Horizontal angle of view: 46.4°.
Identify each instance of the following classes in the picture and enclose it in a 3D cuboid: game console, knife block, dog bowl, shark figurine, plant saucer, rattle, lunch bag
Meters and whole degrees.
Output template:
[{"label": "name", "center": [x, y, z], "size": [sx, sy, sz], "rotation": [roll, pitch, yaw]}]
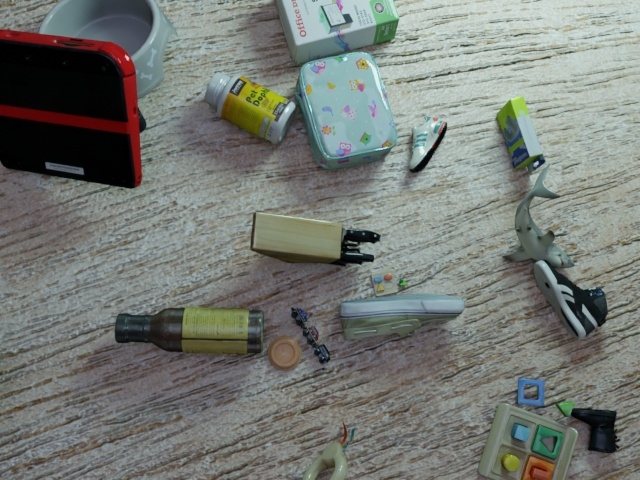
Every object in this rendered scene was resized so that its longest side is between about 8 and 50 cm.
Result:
[{"label": "game console", "center": [-0.604, -0.305, 1.747], "size": [0.386, 0.060, 0.342], "rotation": [10, 122, 13]}, {"label": "knife block", "center": [0.000, 0.000, 1.756], "size": [0.242, 0.275, 0.088], "rotation": [-2, 77, 27]}, {"label": "dog bowl", "center": [-0.530, -0.487, 1.832], "size": [0.348, 0.102, 0.349], "rotation": [-3, 62, 6]}, {"label": "shark figurine", "center": [0.523, -0.052, 1.842], "size": [0.166, 0.278, 0.116], "rotation": [-5, 36, 24]}, {"label": "plant saucer", "center": [-0.087, 0.272, 1.809], "size": [0.083, 0.013, 0.083], "rotation": [1, 79, -3]}, {"label": "rattle", "center": [0.053, 0.542, 1.739], "size": [0.143, 0.130, 0.200], "rotation": [39, 53, -6]}, {"label": "lunch bag", "center": [0.057, -0.327, 1.878], "size": [0.224, 0.108, 0.279], "rotation": [-14, 80, -8]}]

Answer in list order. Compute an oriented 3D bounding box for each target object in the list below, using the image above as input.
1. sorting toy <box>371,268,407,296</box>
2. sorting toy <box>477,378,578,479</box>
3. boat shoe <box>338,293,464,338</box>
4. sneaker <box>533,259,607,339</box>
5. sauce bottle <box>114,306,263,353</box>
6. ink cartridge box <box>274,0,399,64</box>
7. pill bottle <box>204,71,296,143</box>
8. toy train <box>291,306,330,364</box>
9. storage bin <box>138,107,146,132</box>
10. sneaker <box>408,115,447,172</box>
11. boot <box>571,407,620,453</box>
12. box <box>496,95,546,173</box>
[{"label": "sorting toy", "center": [0.172, 0.101, 1.854], "size": [0.083, 0.012, 0.062], "rotation": [-12, 80, -5]}, {"label": "sorting toy", "center": [0.491, 0.501, 1.761], "size": [0.196, 0.047, 0.348], "rotation": [19, 82, 8]}, {"label": "boat shoe", "center": [0.196, 0.184, 1.806], "size": [0.302, 0.109, 0.094], "rotation": [-4, 95, 6]}, {"label": "sneaker", "center": [0.625, 0.123, 1.844], "size": [0.121, 0.079, 0.217], "rotation": [-30, 90, -11]}, {"label": "sauce bottle", "center": [-0.306, 0.209, 1.761], "size": [0.344, 0.111, 0.111], "rotation": [3, 79, -3]}, {"label": "ink cartridge box", "center": [0.037, -0.598, 1.926], "size": [0.278, 0.117, 0.201], "rotation": [-16, 80, -5]}, {"label": "pill bottle", "center": [-0.177, -0.336, 1.866], "size": [0.215, 0.117, 0.117], "rotation": [27, 79, 2]}, {"label": "toy train", "center": [-0.023, 0.227, 1.814], "size": [0.036, 0.027, 0.158], "rotation": [-31, 83, -11]}, {"label": "storage bin", "center": [-0.541, -0.304, 1.861], "size": [0.180, 0.084, 0.122], "rotation": [-28, 82, -8]}, {"label": "sneaker", "center": [0.256, -0.248, 1.909], "size": [0.075, 0.057, 0.161], "rotation": [30, 80, 20]}, {"label": "boot", "center": [0.657, 0.456, 1.796], "size": [0.121, 0.045, 0.099], "rotation": [6, 85, 0]}, {"label": "box", "center": [0.505, -0.262, 1.889], "size": [0.042, 0.109, 0.178], "rotation": [-14, 80, -9]}]
